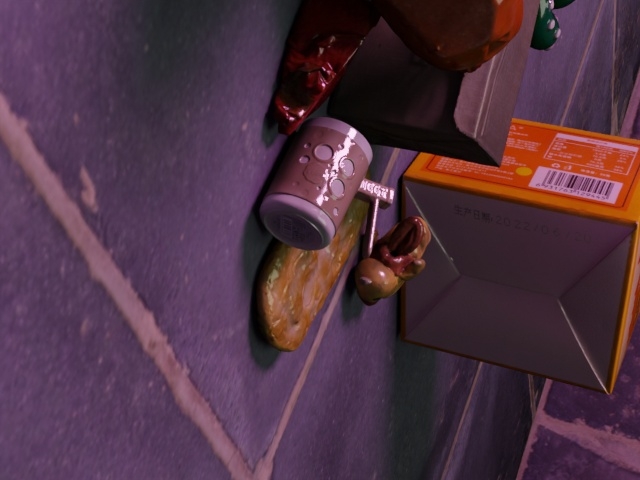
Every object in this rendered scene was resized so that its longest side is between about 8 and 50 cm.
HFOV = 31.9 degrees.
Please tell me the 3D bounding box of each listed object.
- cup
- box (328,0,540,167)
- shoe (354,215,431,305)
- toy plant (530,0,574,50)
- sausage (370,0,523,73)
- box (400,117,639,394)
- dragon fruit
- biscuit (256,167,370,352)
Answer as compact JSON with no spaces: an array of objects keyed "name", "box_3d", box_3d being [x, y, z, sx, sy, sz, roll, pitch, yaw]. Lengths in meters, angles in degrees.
[{"name":"cup","box_3d":[0.003,-0.038,0.982,0.102,0.074,0.099,47,56,-33]},{"name":"box","box_3d":[0.121,-0.207,1.104,0.155,0.148,0.232,16,86,-70]},{"name":"shoe","box_3d":[0.077,0.016,1.234,0.109,0.072,0.069,-34,166,-2]},{"name":"toy plant","box_3d":[0.327,-0.401,1.584,0.233,0.112,0.243,-64,150,-21]},{"name":"sausage","box_3d":[0.080,-0.250,0.927,0.258,0.133,0.133,46,53,-29]},{"name":"box","box_3d":[0.264,0.003,1.407,0.214,0.283,0.260,-52,148,-47]},{"name":"dragon fruit","box_3d":[0.006,-0.149,0.957,0.097,0.063,0.131,80,30,-45]},{"name":"biscuit","box_3d":[0.000,0.000,1.077,0.118,0.029,0.247,80,30,-45]}]
